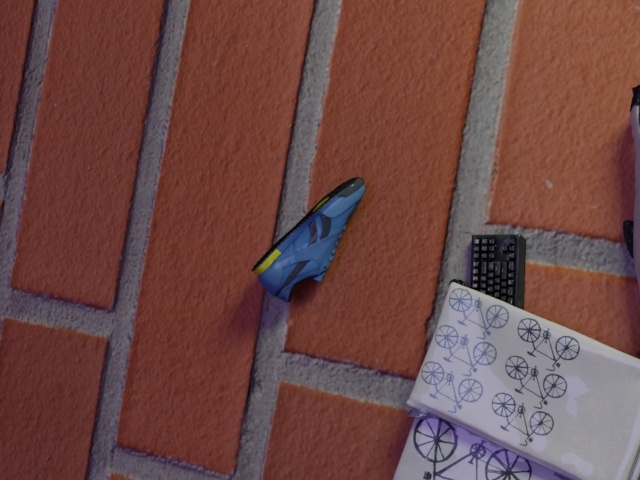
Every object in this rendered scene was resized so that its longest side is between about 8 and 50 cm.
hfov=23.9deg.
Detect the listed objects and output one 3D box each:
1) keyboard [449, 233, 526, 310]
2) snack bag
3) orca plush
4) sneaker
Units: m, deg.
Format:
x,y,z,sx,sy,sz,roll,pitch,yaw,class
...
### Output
x,y,z,sx,sy,sz,roll,pitch,yaw,class
0.215,0.082,1.986,0.108,0.023,0.180,-1,83,35,keyboard
0.245,0.264,1.918,0.323,0.037,0.342,24,98,29,snack bag
0.434,-0.044,1.834,0.151,0.102,0.287,111,155,-65,orca plush
0.000,0.000,2.128,0.082,0.069,0.209,44,102,-5,sneaker
